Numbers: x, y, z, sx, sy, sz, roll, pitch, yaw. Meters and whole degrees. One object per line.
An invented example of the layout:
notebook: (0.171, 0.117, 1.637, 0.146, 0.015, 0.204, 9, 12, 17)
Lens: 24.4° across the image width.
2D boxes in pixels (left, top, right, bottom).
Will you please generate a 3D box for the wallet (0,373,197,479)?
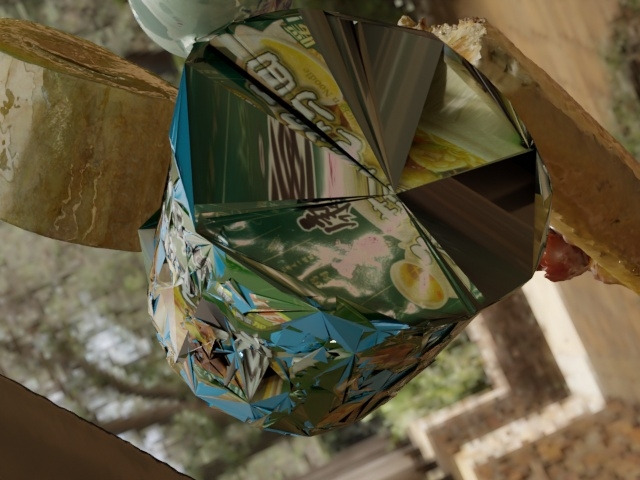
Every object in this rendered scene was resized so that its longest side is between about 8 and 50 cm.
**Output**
wallet: (-0.075, 0.118, 0.448, 0.245, 0.052, 0.169, 44, -155, -44)

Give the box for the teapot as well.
teapot: (-0.099, -0.252, 1.318, 0.159, 0.159, 0.232, 90, -179, -84)

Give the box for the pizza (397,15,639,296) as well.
pizza: (0.167, -0.066, 1.250, 0.440, 0.130, 0.406, 36, -174, -38)

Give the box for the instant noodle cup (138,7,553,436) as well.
instant noodle cup: (0.000, 0.000, 0.899, 0.240, 0.240, 0.178, 65, 147, 26)

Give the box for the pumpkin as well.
pumpkin: (-0.303, -0.143, 1.806, 0.332, 0.199, 0.332, 23, -160, -9)
